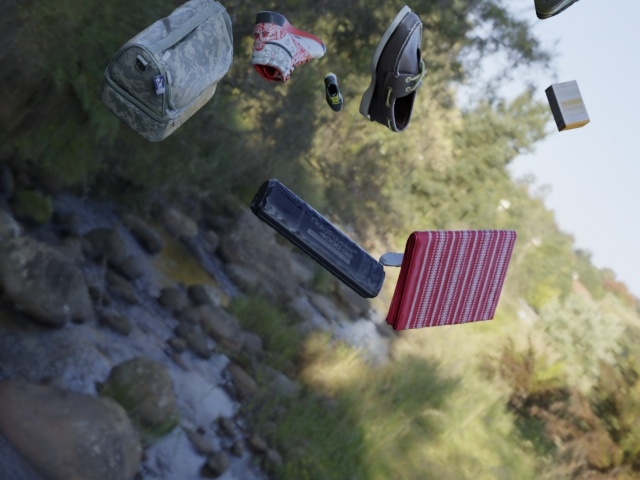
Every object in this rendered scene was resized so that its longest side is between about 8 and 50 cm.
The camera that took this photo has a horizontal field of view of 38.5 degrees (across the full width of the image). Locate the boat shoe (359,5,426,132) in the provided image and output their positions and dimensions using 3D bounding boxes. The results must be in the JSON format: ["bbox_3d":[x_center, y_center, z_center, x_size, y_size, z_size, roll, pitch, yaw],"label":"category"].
[{"bbox_3d":[0.153,-0.319,1.759,0.097,0.116,0.324,37,-25,10],"label":"boat shoe"}]

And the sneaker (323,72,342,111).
[{"bbox_3d":[0.023,-0.277,1.742,0.035,0.031,0.083,-96,170,-50],"label":"sneaker"}]

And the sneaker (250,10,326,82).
[{"bbox_3d":[-0.083,-0.452,2.257,0.090,0.145,0.270,7,-4,29],"label":"sneaker"}]

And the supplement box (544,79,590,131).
[{"bbox_3d":[0.520,-0.284,1.929,0.036,0.062,0.098,135,-59,-71],"label":"supplement box"}]

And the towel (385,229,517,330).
[{"bbox_3d":[0.252,0.071,1.746,0.275,0.199,0.031,-1,22,-37],"label":"towel"}]

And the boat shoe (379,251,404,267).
[{"bbox_3d":[0.171,0.045,1.980,0.035,0.100,0.035,109,-35,-50],"label":"boat shoe"}]

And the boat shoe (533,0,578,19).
[{"bbox_3d":[0.571,-0.580,2.068,0.080,0.223,0.073,51,-5,12],"label":"boat shoe"}]

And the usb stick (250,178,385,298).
[{"bbox_3d":[0.000,0.000,1.533,0.278,0.077,0.045,38,-35,-24],"label":"usb stick"}]

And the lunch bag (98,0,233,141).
[{"bbox_3d":[-0.355,-0.419,2.166,0.212,0.305,0.256,39,-40,2],"label":"lunch bag"}]
